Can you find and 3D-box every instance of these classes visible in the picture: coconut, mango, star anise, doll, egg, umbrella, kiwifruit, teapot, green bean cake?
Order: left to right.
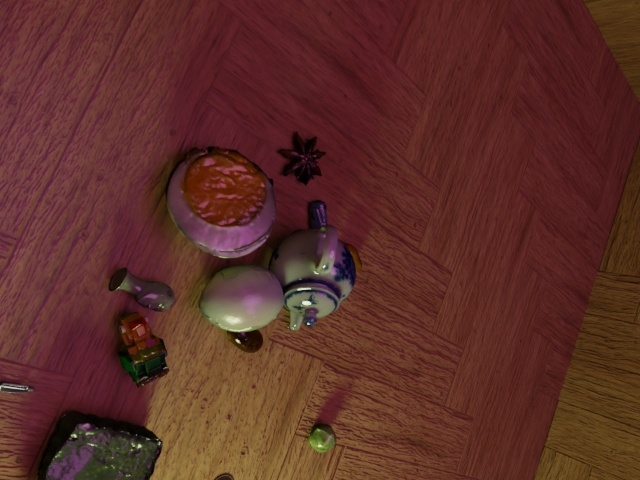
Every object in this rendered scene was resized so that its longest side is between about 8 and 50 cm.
[{"bbox_3d":[-0.532,0.545,1.311,0.255,0.132,0.241,28,78,-38],"label":"green bean cake"},{"bbox_3d":[-0.439,0.264,1.357,0.106,0.134,0.187,-20,103,-35],"label":"doll"},{"bbox_3d":[-0.262,-0.089,1.427,0.286,0.174,0.264,38,70,-12],"label":"egg"},{"bbox_3d":[-0.217,0.157,1.485,0.217,0.183,0.183,-18,109,-29],"label":"egg"},{"bbox_3d":[-0.214,0.271,1.577,0.124,0.075,0.075,41,70,-33],"label":"kiwifruit"},{"bbox_3d":[-0.050,-0.242,1.646,0.167,0.057,0.168,-9,103,-40],"label":"star anise"},{"bbox_3d":[-0.025,0.116,1.572,0.252,0.424,0.280,12,52,-11],"label":"teapot"},{"bbox_3d":[-0.001,0.000,1.728,0.053,0.052,0.251,-11,103,-39],"label":"umbrella"},{"bbox_3d":[0.008,0.643,1.817,0.088,0.087,0.096,-45,128,-26],"label":"coconut"},{"bbox_3d":[0.095,0.060,1.814,0.114,0.060,0.080,46,71,-39],"label":"mango"}]

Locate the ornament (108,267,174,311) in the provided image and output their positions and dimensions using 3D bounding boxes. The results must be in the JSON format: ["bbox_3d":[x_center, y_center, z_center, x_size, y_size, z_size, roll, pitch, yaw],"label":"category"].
[{"bbox_3d":[-0.431,0.127,1.367,0.156,0.074,0.081,35,33,-38],"label":"ornament"}]

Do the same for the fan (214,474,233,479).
[{"bbox_3d":[-0.294,0.750,1.627,0.085,0.005,0.134,15,87,-42],"label":"fan"}]

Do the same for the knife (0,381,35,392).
[{"bbox_3d":[-0.711,0.310,1.193,0.184,0.026,0.022,22,43,-38],"label":"knife"}]
